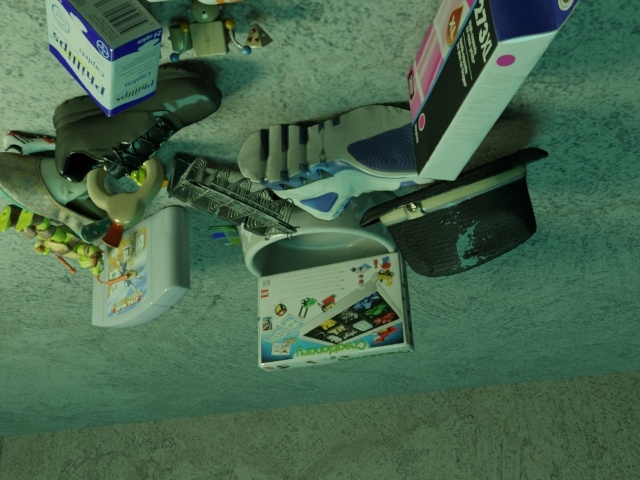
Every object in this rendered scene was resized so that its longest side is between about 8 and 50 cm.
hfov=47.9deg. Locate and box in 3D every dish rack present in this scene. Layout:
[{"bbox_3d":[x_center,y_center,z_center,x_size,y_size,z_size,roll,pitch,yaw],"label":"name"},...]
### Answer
[{"bbox_3d":[-0.139,-0.068,1.150,0.208,0.074,0.271,23,173,-16],"label":"dish rack"}]

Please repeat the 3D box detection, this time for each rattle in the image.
[{"bbox_3d":[-0.319,-0.052,1.189,0.130,0.199,0.142,3,155,-12],"label":"rattle"}]

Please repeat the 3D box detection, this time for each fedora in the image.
[{"bbox_3d":[0.239,-0.034,1.212,0.334,0.152,0.334,-21,-178,1],"label":"fedora"}]

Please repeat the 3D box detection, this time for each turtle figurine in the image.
[{"bbox_3d":[-0.501,0.002,1.408,0.270,0.087,0.217,14,162,39],"label":"turtle figurine"}]

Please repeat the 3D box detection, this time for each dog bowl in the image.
[{"bbox_3d":[0.000,0.000,1.458,0.349,0.102,0.348,-2,155,-1],"label":"dog bowl"}]

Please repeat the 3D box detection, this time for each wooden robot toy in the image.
[{"bbox_3d":[-0.150,-0.276,0.910,0.174,0.076,0.079,-4,120,4],"label":"wooden robot toy"}]

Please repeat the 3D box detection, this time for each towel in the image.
[{"bbox_3d":[-0.201,-0.009,1.525,0.060,0.009,0.083,-4,156,4],"label":"towel"}]

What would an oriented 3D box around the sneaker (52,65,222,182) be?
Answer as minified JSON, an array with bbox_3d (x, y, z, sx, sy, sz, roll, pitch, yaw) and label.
[{"bbox_3d":[-0.268,-0.157,1.052,0.287,0.130,0.109,-15,151,23],"label":"sneaker"}]

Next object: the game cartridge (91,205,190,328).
[{"bbox_3d":[-0.371,0.070,1.456,0.297,0.198,0.062,-24,147,38],"label":"game cartridge"}]

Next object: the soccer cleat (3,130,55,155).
[{"bbox_3d":[-0.464,-0.151,1.155,0.083,0.035,0.029,9,153,-23],"label":"soccer cleat"}]

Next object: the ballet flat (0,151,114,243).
[{"bbox_3d":[-0.433,-0.085,1.248,0.106,0.107,0.316,-21,160,8],"label":"ballet flat"}]

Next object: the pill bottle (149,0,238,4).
[{"bbox_3d":[-0.079,-0.311,0.743,0.221,0.121,0.121,-6,155,6],"label":"pill bottle"}]

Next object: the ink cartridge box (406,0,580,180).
[{"bbox_3d":[0.191,-0.237,0.866,0.069,0.175,0.371,4,155,-12],"label":"ink cartridge box"}]

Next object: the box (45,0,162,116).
[{"bbox_3d":[-0.260,-0.240,0.860,0.072,0.126,0.137,-38,171,-28],"label":"box"}]

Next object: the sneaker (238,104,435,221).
[{"bbox_3d":[0.042,-0.120,1.196,0.316,0.127,0.182,-3,160,17],"label":"sneaker"}]

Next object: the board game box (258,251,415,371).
[{"bbox_3d":[0.024,0.142,1.418,0.306,0.192,0.053,-11,154,18],"label":"board game box"}]
